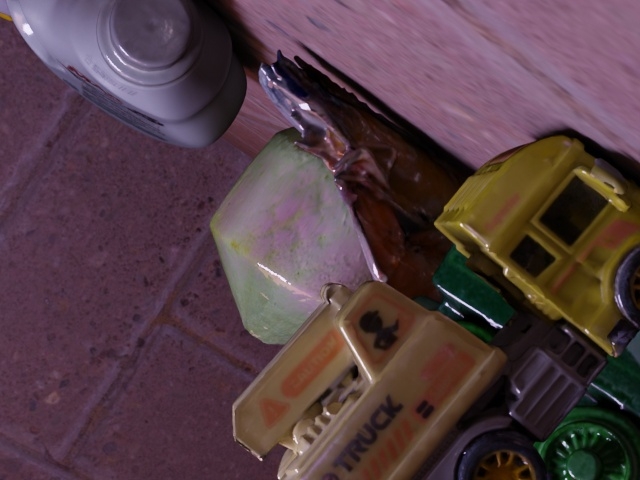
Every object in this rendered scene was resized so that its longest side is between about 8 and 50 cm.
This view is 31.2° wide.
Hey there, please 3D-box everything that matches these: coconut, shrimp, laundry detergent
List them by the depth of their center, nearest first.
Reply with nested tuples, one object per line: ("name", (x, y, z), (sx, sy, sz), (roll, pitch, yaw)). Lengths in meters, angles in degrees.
("shrimp", (0.058, -0.025, 0.935), (0.062, 0.164, 0.317), (-28, 122, 38))
("laundry detergent", (-0.180, -0.186, 1.060), (0.264, 0.124, 0.398), (34, 178, -11))
("coconut", (0.000, 0.000, 1.135), (0.236, 0.236, 0.204), (33, -178, 8))

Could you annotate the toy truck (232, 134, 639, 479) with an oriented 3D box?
("toy truck", (0.077, 0.060, 0.649), (0.157, 0.272, 0.124), (41, 179, -4))

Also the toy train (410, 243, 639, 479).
("toy train", (0.179, 0.094, 0.828), (0.266, 0.202, 0.145), (32, 178, 27))

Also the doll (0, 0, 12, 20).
("doll", (-0.389, -0.336, 1.257), (0.316, 0.146, 0.103), (42, -154, -45))
